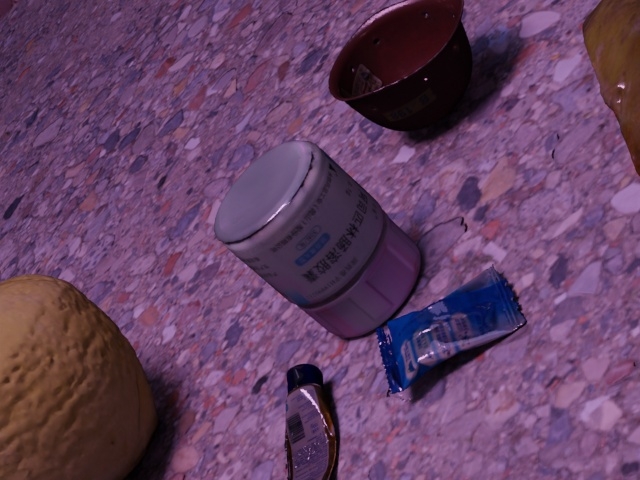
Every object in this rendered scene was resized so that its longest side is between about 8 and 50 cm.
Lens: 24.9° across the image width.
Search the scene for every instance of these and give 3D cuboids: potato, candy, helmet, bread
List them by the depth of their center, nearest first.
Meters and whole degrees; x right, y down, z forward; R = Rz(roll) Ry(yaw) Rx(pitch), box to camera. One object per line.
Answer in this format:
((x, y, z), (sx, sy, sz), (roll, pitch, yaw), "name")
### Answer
((0.303, -0.182, 1.272), (0.269, 0.112, 0.255), (-47, 26, -2), "potato")
((0.113, 0.075, 1.290), (0.136, 0.038, 0.088), (-30, 34, 14), "candy")
((-0.331, 0.188, 1.538), (0.320, 0.237, 0.320), (-36, 9, 7), "bread")
((0.107, -0.182, 1.557), (0.175, 0.106, 0.155), (-35, 32, 20), "helmet")

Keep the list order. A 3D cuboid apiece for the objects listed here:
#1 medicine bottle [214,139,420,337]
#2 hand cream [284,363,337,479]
((0.000, 0.000, 1.408), (0.135, 0.168, 0.135), (-34, 31, 24), "medicine bottle")
((-0.014, 0.185, 1.340), (0.062, 0.039, 0.163), (-31, 38, 27), "hand cream")
